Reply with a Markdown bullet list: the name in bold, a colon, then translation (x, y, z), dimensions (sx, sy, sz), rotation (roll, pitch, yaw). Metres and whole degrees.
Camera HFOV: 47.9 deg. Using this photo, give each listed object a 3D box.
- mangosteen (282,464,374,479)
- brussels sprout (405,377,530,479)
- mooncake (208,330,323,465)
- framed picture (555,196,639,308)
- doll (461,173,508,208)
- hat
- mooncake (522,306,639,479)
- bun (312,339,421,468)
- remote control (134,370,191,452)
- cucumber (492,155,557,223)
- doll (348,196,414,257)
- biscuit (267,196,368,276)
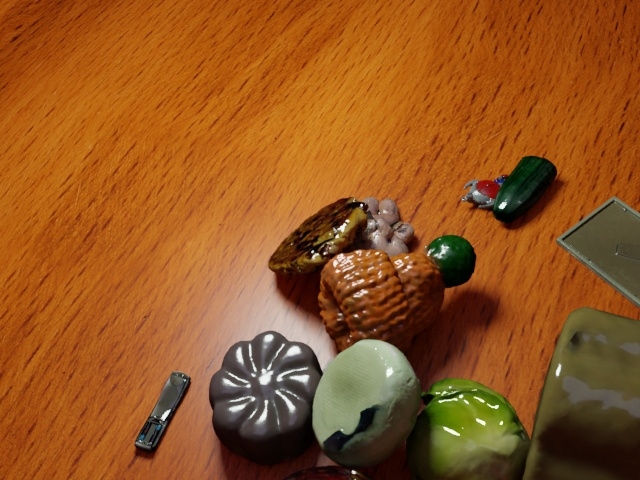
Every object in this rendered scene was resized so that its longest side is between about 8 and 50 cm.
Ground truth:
- **mangosteen**: translation (0.007, 0.621, 1.412), dimensions (0.306, 0.306, 0.359), rotation (30, 93, 27)
- **brussels sprout**: translation (0.310, 0.435, 1.550), dimensions (0.259, 0.227, 0.294), rotation (-49, 36, -18)
- **mooncake**: translation (-0.123, 0.363, 1.701), dimensions (0.306, 0.154, 0.306), rotation (-2, 54, 3)
- **framed picture**: translation (0.826, 0.035, 1.910), dimensions (0.240, 0.020, 0.324), rotation (-34, 56, -18)
- **doll**: translation (0.491, -0.143, 2.068), dimensions (0.195, 0.062, 0.104), rotation (-17, 72, -15)
- **hat**: translation (0.199, 0.136, 1.790), dimensions (0.400, 0.285, 0.285), rotation (-17, 50, -26)
- **mooncake**: translation (0.561, 0.369, 1.406), dimensions (0.262, 0.467, 0.467), rotation (15, 56, 26)
- **bun**: translation (0.116, 0.358, 1.544), dimensions (0.179, 0.283, 0.283), rotation (30, 38, -26)
- **remote control**: translation (-0.385, 0.417, 1.768), dimensions (0.059, 0.028, 0.212), rotation (12, 55, 17)
- **cucumber**: translation (0.573, -0.141, 2.028), dimensions (0.115, 0.063, 0.244), rotation (41, 67, -1)
- **doll**: translation (0.157, -0.033, 1.972), dimensions (0.201, 0.156, 0.303), rotation (-2, 48, 6)
- **biscuit**: translation (0.003, -0.003, 1.915), dimensions (0.289, 0.081, 0.334), rotation (-44, 17, -21)
